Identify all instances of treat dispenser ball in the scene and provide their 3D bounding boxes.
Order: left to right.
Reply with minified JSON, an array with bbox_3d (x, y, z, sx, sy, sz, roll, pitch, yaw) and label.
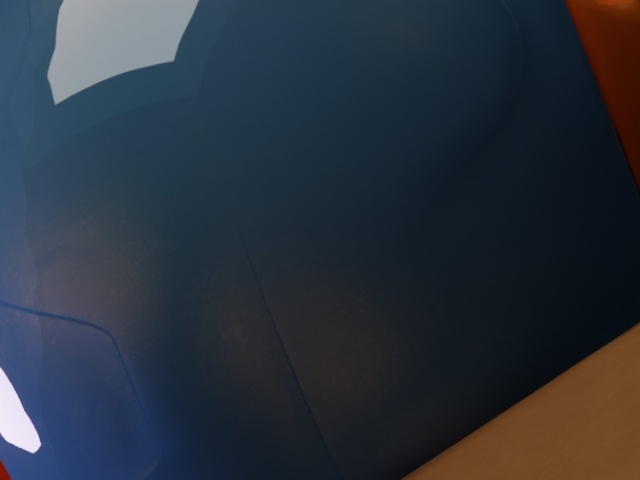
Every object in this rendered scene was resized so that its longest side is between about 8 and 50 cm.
[{"bbox_3d":[0.000,0.000,0.690,0.288,0.288,0.288,-37,5,4],"label":"treat dispenser ball"}]

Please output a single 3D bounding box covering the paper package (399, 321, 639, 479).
[{"bbox_3d":[0.017,0.190,0.447,0.325,0.168,0.309,-35,7,19],"label":"paper package"}]
